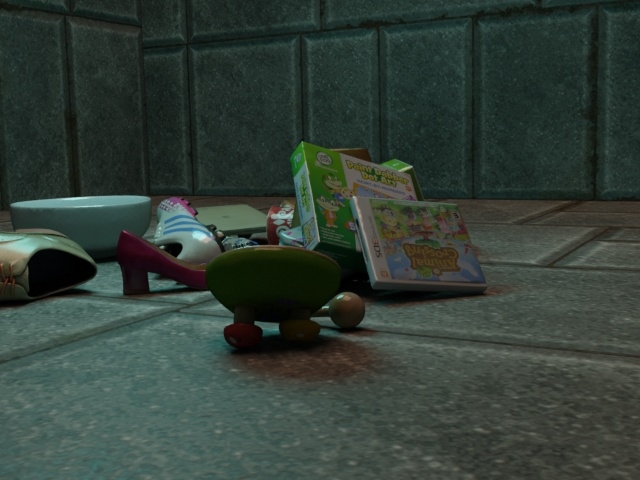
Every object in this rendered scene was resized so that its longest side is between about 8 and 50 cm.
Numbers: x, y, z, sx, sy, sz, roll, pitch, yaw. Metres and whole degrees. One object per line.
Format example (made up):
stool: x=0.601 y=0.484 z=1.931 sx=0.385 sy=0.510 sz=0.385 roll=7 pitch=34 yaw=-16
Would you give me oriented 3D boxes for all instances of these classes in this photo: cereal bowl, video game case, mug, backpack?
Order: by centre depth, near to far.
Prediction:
video game case: x=0.169 y=0.006 z=1.423 sx=0.213 sy=0.193 sz=0.023 roll=4 pitch=-40 yaw=-20
backpack: x=-0.008 y=0.030 z=1.511 sx=0.152 sy=0.115 sz=0.182 roll=8 pitch=15 yaw=38
mug: x=-0.029 y=-0.033 z=2.008 sx=0.169 sy=0.113 sz=0.150 roll=-1 pitch=5 yaw=18
cereal bowl: x=-0.584 y=-0.030 z=2.012 sx=0.339 sy=0.141 sz=0.339 roll=-1 pitch=6 yaw=0

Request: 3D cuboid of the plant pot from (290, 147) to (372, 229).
plant pot: x=0.042 y=-0.066 z=1.720 sx=0.237 sy=0.254 sz=0.237 roll=-1 pitch=8 yaw=0

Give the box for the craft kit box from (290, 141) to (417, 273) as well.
craft kit box: x=0.077 y=-0.049 z=1.497 sx=0.250 sy=0.061 sz=0.246 roll=13 pitch=43 yaw=-27

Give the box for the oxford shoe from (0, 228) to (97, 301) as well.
oxford shoe: x=-0.581 y=0.046 z=1.420 sx=0.147 sy=0.140 sz=0.397 roll=15 pitch=18 yaw=43

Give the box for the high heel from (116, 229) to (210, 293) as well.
high heel: x=-0.255 y=0.031 z=1.526 sx=0.244 sy=0.117 sz=0.082 roll=-3 pitch=7 yaw=-15

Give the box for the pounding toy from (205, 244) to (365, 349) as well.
pounding toy: x=-0.052 y=0.101 z=1.101 sx=0.183 sy=0.110 sz=0.237 roll=-10 pitch=-26 yaw=23

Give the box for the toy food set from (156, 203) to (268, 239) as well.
toy food set: x=-0.251 y=-0.019 z=2.157 sx=0.306 sy=0.092 sz=0.220 roll=-7 pitch=20 yaw=-31

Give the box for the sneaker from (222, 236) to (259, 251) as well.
sneaker: x=-0.191 y=0.016 z=1.929 sx=0.058 sy=0.052 sz=0.135 roll=7 pitch=10 yaw=26

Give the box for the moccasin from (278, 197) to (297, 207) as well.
moccasin: x=-0.005 y=-0.083 z=2.375 sx=0.147 sy=0.139 sz=0.380 roll=14 pitch=7 yaw=14

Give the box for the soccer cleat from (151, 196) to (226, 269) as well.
soccer cleat: x=-0.309 y=-0.005 z=1.713 sx=0.143 sy=0.116 sz=0.331 roll=-25 pitch=27 yaw=-21

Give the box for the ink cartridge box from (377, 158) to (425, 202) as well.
ink cartridge box: x=0.192 y=-0.062 z=1.794 sx=0.097 sy=0.188 sz=0.255 roll=-24 pitch=17 yaw=-8
